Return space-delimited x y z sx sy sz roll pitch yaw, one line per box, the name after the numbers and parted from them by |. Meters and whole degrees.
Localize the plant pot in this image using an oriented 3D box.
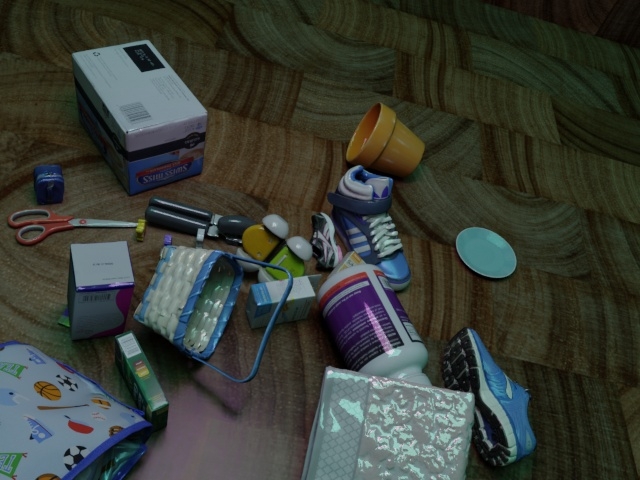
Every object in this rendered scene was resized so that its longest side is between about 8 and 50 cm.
0.211 -0.292 1.824 0.188 0.205 0.205 27 46 -15 | plant pot

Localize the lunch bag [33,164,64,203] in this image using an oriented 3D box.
-0.677 -0.139 1.469 0.067 0.098 0.065 -9 56 -30 | lunch bag

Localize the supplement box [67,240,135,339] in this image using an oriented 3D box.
-0.465 0.108 1.232 0.111 0.220 0.114 -3 56 -28 | supplement box

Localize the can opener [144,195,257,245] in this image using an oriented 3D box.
-0.303 -0.062 1.520 0.283 0.095 0.076 16 47 -12 | can opener

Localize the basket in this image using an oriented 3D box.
-0.226 0.139 1.271 0.289 0.201 0.255 19 77 22 | basket

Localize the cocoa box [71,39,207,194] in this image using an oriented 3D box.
-0.495 -0.341 1.609 0.231 0.228 0.347 -23 61 -31 | cocoa box

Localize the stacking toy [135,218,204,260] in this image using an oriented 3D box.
-0.382 0.049 1.437 0.167 0.052 0.221 9 51 -8 | stacking toy

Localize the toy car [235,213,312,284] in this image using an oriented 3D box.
-0.113 0.031 1.483 0.182 0.159 0.136 42 8 1 | toy car

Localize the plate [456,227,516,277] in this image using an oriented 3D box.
0.482 0.039 1.727 0.188 0.024 0.188 9 49 -11 | plate

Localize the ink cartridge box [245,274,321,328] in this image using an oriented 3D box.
-0.080 0.145 1.407 0.181 0.104 0.062 -8 54 -23 | ink cartridge box

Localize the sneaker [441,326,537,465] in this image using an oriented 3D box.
0.399 0.358 1.383 0.147 0.130 0.330 6 51 -31 | sneaker

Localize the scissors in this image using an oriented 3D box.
-0.613 -0.052 1.467 0.297 0.021 0.109 -12 53 -24 | scissors

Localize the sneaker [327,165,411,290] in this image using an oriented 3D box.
0.149 -0.048 1.554 0.130 0.236 0.323 -21 59 -30 | sneaker

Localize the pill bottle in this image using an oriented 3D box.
0.126 0.224 1.353 0.181 0.181 0.323 -10 55 -24 | pill bottle

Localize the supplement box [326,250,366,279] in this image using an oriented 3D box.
0.071 0.084 1.519 0.062 0.036 0.098 45 67 -14 | supplement box

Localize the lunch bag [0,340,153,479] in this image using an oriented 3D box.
-0.520 0.357 0.998 0.327 0.239 0.385 28 26 9 | lunch bag

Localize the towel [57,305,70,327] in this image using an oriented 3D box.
-0.539 0.162 1.315 0.060 0.009 0.083 22 49 1 | towel

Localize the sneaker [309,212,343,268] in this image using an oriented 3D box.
0.000 0.000 1.580 0.077 0.072 0.178 -6 52 -20 | sneaker

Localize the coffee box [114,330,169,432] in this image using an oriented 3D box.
-0.365 0.287 1.195 0.040 0.113 0.184 -20 61 -32 | coffee box

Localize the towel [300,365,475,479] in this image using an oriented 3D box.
0.128 0.434 1.148 0.317 0.053 0.332 11 73 5 | towel
